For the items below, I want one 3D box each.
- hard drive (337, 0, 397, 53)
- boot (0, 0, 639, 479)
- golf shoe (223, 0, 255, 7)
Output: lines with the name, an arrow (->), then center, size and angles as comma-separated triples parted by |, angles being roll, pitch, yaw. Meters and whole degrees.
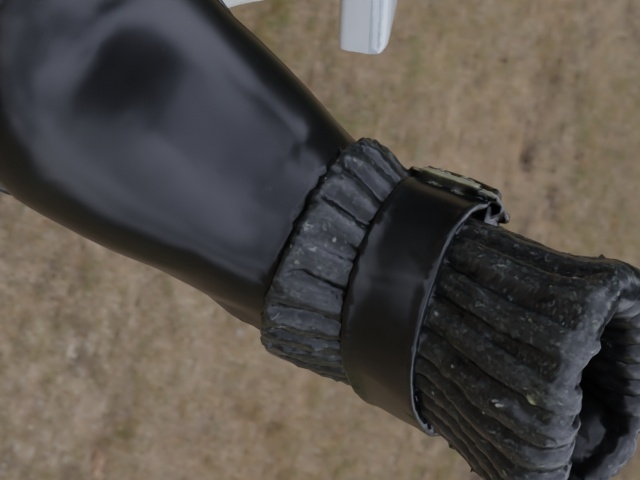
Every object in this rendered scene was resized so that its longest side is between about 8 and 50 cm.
hard drive -> 0.058, -0.357, 1.258 | 0.353, 0.047, 0.233 | 93, 8, -51
boot -> 0.003, -0.003, 0.673 | 0.131, 0.260, 0.348 | -55, 149, 2
golf shoe -> -0.040, -0.235, 1.033 | 0.120, 0.273, 0.105 | 35, 41, -29
